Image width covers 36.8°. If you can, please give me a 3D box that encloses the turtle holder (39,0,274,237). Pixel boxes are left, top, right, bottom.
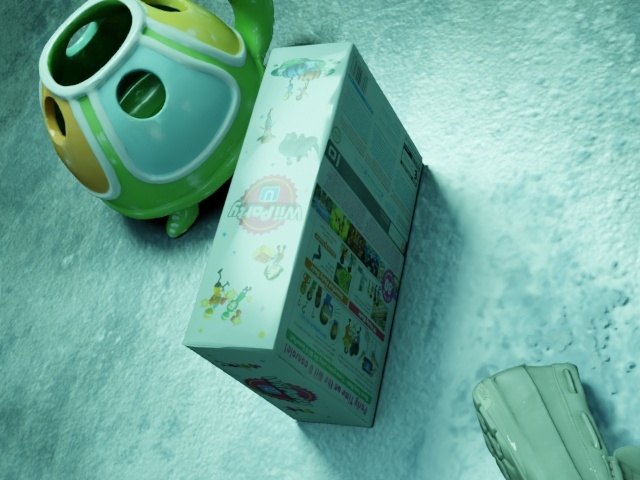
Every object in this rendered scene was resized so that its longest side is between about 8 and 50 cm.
[{"bbox_3d":[-0.173,-0.181,1.112,0.320,0.227,0.243,-27,54,13],"label":"turtle holder"}]

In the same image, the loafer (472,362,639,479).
[{"bbox_3d":[0.219,0.200,0.734,0.112,0.112,0.319,-22,36,-2],"label":"loafer"}]

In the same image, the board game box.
[{"bbox_3d":[0.000,0.000,0.924,0.098,0.224,0.303,1,64,27],"label":"board game box"}]
